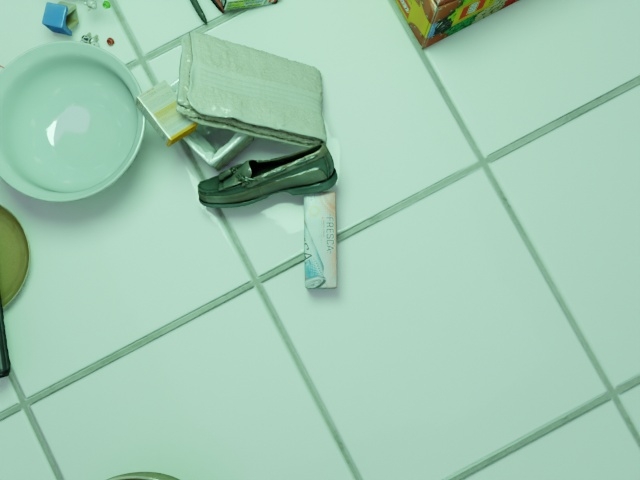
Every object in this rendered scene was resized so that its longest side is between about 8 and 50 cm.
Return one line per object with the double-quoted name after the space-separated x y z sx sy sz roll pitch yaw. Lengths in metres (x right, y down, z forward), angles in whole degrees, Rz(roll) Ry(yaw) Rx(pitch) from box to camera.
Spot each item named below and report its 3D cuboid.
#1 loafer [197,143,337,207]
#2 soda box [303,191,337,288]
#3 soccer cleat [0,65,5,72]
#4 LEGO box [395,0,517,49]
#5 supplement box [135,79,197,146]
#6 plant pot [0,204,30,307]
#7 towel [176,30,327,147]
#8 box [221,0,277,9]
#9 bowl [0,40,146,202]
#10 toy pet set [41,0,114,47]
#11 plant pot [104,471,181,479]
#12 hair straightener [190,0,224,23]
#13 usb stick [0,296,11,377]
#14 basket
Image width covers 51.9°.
-0.105 -0.128 1.225 0.267 0.096 0.084 -9 129 5 "loafer"
0.000 0.000 1.245 0.063 0.058 0.183 -1 84 1 "soda box"
-0.680 -0.314 1.258 0.248 0.083 0.095 11 66 -16 "soccer cleat"
0.248 -0.686 1.237 0.372 0.193 0.500 -27 85 -2 "LEGO box"
-0.273 -0.224 1.164 0.062 0.036 0.098 -38 92 -24 "supplement box"
-0.670 0.035 1.268 0.236 0.032 0.236 0 85 2 "plant pot"
-0.121 -0.276 1.202 0.282 0.049 0.187 9 60 -23 "towel"
-0.162 -0.562 1.295 0.114 0.036 0.207 -15 84 -20 "box"
-0.458 -0.207 1.235 0.297 0.134 0.298 0 84 1 "bowl"
-0.466 -0.427 1.260 0.114 0.122 0.065 14 44 7 "toy pet set"
-0.295 0.527 1.135 0.284 0.191 0.284 0 85 2 "plant pot"
-0.290 -0.524 1.303 0.089 0.047 0.230 -36 91 -2 "hair straightener"
-0.628 0.120 1.221 0.077 0.045 0.278 -11 85 7 "usb stick"
-0.214 -0.226 1.248 0.113 0.103 0.167 -42 86 -3 "basket"
